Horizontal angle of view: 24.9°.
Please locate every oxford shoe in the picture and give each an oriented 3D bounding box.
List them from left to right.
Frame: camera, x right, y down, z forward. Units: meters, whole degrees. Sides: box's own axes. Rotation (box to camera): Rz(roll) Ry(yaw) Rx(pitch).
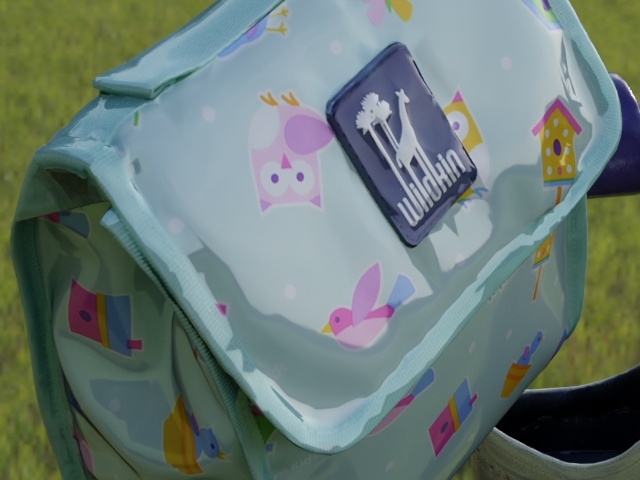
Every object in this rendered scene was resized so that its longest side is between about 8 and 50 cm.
[{"bbox_3d":[0.292,0.150,0.990,0.397,0.146,0.140,-11,30,17],"label":"oxford shoe"}]

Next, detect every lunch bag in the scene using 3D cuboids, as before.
[{"bbox_3d":[0.000,0.000,0.567,0.160,0.262,0.223,29,56,27],"label":"lunch bag"}]

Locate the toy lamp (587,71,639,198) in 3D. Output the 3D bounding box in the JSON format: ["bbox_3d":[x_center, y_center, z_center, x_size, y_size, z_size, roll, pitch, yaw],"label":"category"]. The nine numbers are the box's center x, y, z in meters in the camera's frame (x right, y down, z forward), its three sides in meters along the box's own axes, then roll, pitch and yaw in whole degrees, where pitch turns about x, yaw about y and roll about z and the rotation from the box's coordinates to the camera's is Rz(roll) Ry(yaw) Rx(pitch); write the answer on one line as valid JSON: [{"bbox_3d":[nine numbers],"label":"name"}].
[{"bbox_3d":[0.255,-0.088,0.875,0.275,0.080,0.080,-17,16,0],"label":"toy lamp"}]
